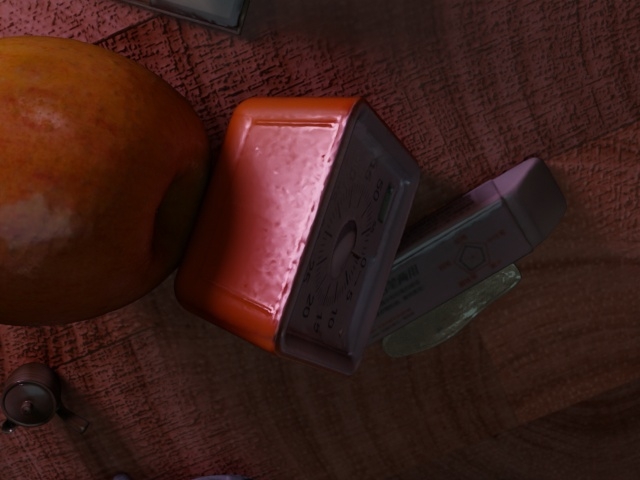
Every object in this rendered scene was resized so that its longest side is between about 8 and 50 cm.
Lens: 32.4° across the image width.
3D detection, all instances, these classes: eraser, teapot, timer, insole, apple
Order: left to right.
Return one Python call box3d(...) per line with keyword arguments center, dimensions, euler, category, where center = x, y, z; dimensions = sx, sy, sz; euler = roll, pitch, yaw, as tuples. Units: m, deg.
box3d(center=(-0.330, 0.200, 1.318), dimensions=(0.110, 0.080, 0.085), euler=(32, 109, -17), category="teapot")
box3d(center=(-0.255, -0.055, 1.085), dimensions=(0.275, 0.299, 0.299), euler=(11, 115, 3), category="apple")
box3d(center=(0.000, 0.000, 1.147), dimensions=(0.250, 0.161, 0.257), euler=(27, 79, -53), category="timer")
box3d(center=(0.123, 0.030, 1.279), dimensions=(0.352, 0.061, 0.089), euler=(-30, 114, 11), category="eraser")
box3d(center=(0.158, 0.085, 1.335), dimensions=(0.192, 0.010, 0.063), euler=(-35, 112, 13), category="insole")

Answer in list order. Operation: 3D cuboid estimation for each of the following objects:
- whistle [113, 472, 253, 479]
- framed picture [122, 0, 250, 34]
box3d(center=(-0.204, 0.361, 1.379), dimensions=(0.346, 0.134, 0.142), euler=(3, 83, 5), category="whistle")
box3d(center=(-0.169, -0.319, 1.122), dimensions=(0.231, 0.010, 0.173), euler=(16, 113, -11), category="framed picture")
